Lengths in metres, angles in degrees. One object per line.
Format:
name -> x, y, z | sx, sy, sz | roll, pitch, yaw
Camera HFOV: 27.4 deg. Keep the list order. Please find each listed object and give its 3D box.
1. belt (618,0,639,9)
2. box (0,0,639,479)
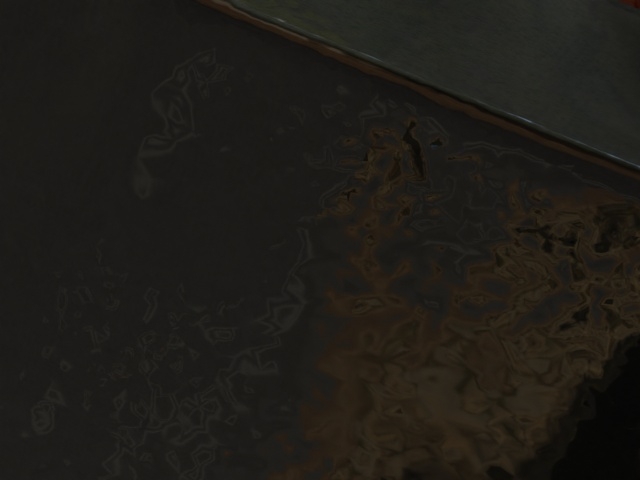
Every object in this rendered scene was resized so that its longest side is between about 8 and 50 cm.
belt -> 0.285, -0.095, 0.717 | 0.227, 0.324, 0.115 | 111, -23, -60
box -> 0.000, 0.001, 0.562 | 0.204, 0.345, 0.251 | -41, 153, -57
